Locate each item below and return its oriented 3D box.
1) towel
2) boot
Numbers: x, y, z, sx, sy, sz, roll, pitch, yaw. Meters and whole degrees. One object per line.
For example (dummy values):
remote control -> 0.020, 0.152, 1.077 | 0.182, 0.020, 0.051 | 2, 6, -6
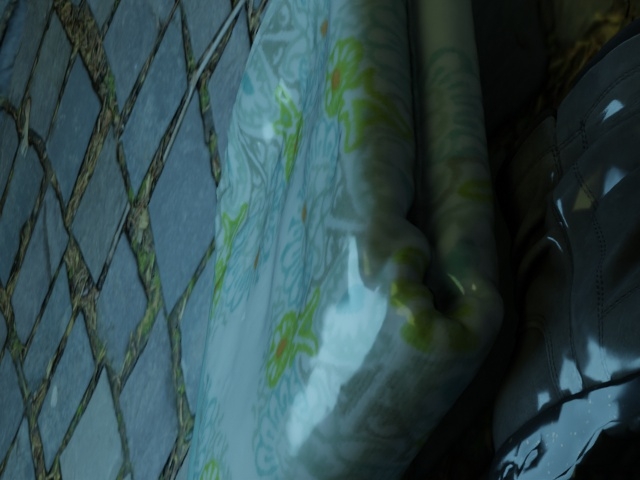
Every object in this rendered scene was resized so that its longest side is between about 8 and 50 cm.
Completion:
towel -> 0.000, 0.000, 0.952 | 0.320, 0.090, 0.374 | 114, 160, -47
boot -> 0.168, -0.015, 0.683 | 0.338, 0.118, 0.223 | -35, 42, 49
